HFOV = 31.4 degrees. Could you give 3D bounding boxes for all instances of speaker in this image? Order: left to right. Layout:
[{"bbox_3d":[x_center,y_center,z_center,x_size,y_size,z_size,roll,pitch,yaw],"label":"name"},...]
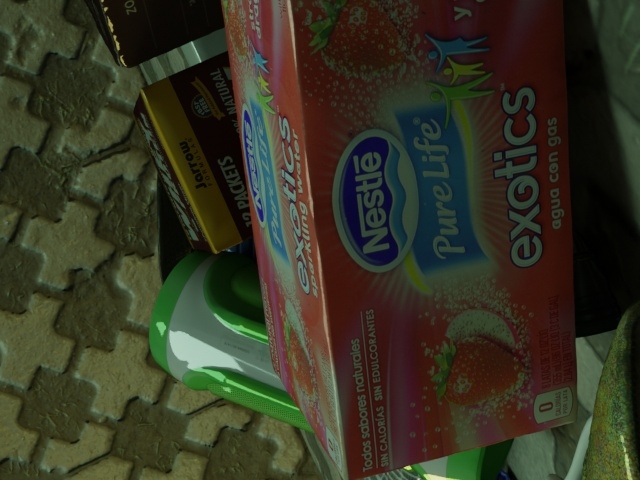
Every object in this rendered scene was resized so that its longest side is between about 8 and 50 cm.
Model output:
[{"bbox_3d":[0.012,0.101,0.929,0.296,0.131,0.131,18,147,23],"label":"speaker"}]

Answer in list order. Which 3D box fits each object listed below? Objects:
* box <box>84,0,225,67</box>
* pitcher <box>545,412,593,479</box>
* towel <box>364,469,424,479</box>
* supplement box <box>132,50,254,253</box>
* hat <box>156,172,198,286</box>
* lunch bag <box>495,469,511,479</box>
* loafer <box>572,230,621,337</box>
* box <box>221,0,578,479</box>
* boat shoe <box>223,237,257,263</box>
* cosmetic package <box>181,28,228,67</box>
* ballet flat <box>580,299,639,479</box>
[{"bbox_3d":[-0.088,-0.257,0.763,0.167,0.203,0.168,60,169,26],"label":"box"},{"bbox_3d":[0.183,0.208,0.771,0.207,0.125,0.178,134,133,-68],"label":"pitcher"},{"bbox_3d":[0.062,0.129,1.139,0.284,0.121,0.235,60,168,27],"label":"towel"},{"bbox_3d":[-0.031,-0.088,0.895,0.129,0.194,0.191,66,170,-5],"label":"supplement box"},{"bbox_3d":[-0.052,-0.016,1.261,0.134,0.331,0.331,10,136,27],"label":"hat"},{"bbox_3d":[0.208,0.404,1.078,0.293,0.138,0.221,48,160,30],"label":"lunch bag"},{"bbox_3d":[0.136,0.026,0.726,0.170,0.062,0.061,172,88,-73],"label":"loafer"},{"bbox_3d":[0.040,-0.045,0.628,0.154,0.142,0.300,-134,35,-65],"label":"box"},{"bbox_3d":[0.000,0.000,1.026,0.066,0.183,0.066,7,-93,-77],"label":"boat shoe"},{"bbox_3d":[-0.053,-0.154,1.081,0.231,0.117,0.085,65,170,-3],"label":"cosmetic package"},{"bbox_3d":[0.197,0.201,0.588,0.349,0.123,0.123,63,170,-5],"label":"ballet flat"}]
